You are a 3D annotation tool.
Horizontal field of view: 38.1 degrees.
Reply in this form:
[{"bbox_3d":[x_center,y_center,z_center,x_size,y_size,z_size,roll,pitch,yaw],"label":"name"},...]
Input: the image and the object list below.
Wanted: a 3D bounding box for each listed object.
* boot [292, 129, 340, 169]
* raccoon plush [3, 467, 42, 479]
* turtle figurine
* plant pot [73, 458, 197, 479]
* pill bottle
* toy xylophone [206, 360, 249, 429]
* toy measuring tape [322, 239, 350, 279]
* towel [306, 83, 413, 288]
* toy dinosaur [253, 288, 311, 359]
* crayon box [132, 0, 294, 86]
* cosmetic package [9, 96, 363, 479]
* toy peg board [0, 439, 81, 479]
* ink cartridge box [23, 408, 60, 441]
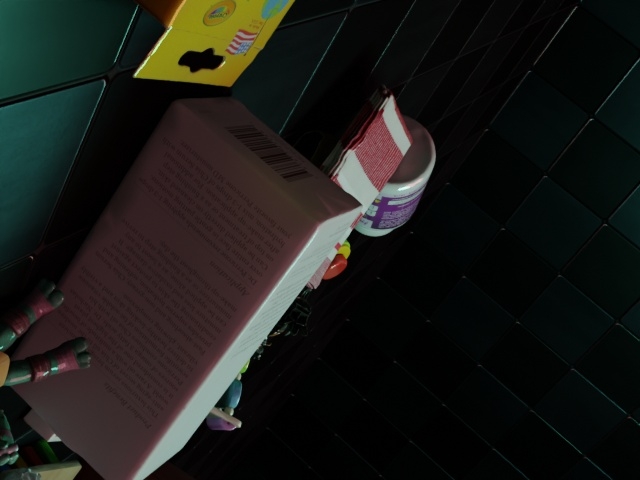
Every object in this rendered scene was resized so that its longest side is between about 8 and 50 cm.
[{"bbox_3d":[-0.069,-0.056,1.568,0.305,0.112,0.115,-57,152,5],"label":"boot"},{"bbox_3d":[-0.582,0.487,1.222,0.216,0.299,0.447,-54,-160,36],"label":"raccoon plush"},{"bbox_3d":[-0.364,0.141,1.006,0.234,0.118,0.175,-37,123,-52],"label":"turtle figurine"},{"bbox_3d":[-0.406,0.554,1.904,0.267,0.235,0.267,-48,168,-5],"label":"plant pot"},{"bbox_3d":[0.126,-0.119,1.876,0.169,0.169,0.301,-45,168,-18],"label":"pill bottle"},{"bbox_3d":[-0.143,0.118,1.389,0.236,0.081,0.323,174,-68,-72],"label":"toy xylophone"},{"bbox_3d":[0.000,0.000,1.958,0.121,0.121,0.330,-47,161,-12],"label":"toy measuring tape"},{"bbox_3d":[0.046,-0.080,1.570,0.329,0.037,0.237,-55,158,-6],"label":"towel"},{"bbox_3d":[-0.137,0.149,1.932,0.218,0.164,0.322,-40,-151,47],"label":"toy dinosaur"},{"bbox_3d":[-0.058,-0.287,0.816,0.319,0.081,0.202,-53,168,16],"label":"crayon box"},{"bbox_3d":[-0.179,0.067,1.162,0.453,0.230,0.161,-52,169,21],"label":"cosmetic package"},{"bbox_3d":[-0.499,0.396,1.480,0.161,0.079,0.160,-53,153,14],"label":"toy peg board"},{"bbox_3d":[-0.377,0.242,1.426,0.135,0.056,0.099,-49,170,-5],"label":"ink cartridge box"}]
